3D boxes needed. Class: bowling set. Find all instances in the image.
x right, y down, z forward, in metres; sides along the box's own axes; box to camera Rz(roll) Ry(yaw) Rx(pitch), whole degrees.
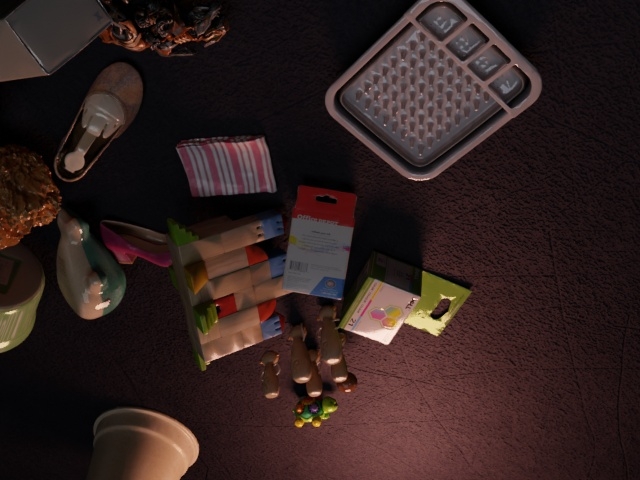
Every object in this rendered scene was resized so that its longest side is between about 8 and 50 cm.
[{"bbox_3d":[-0.004,0.302,1.944,0.287,0.154,0.200,-32,137,30],"label":"bowling set"}]

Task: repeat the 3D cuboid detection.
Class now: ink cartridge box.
[{"bbox_3d":[0.000,0.000,1.665,0.134,0.078,0.230,10,98,2],"label":"ink cartridge box"},{"bbox_3d":[0.197,0.156,1.787,0.255,0.097,0.188,21,131,-7],"label":"ink cartridge box"}]

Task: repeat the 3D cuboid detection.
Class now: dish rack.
[{"bbox_3d":[0.204,-0.286,1.424,0.286,0.072,0.333,36,127,-21],"label":"dish rack"}]

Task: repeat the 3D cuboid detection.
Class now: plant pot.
[{"bbox_3d":[-0.560,0.715,2.269,0.334,0.305,0.333,5,131,6],"label":"plant pot"}]

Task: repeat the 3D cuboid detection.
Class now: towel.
[{"bbox_3d":[-0.199,-0.154,1.640,0.197,0.029,0.144,-2,130,12],"label":"towel"}]

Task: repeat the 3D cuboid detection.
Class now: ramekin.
[{"bbox_3d":[-0.806,0.108,1.810,0.303,0.303,0.148,28,122,-13],"label":"ramekin"}]

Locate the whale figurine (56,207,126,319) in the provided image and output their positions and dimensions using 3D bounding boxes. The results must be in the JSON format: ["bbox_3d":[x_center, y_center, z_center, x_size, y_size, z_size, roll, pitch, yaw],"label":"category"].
[{"bbox_3d":[-0.543,0.050,1.815,0.216,0.141,0.271,28,129,47],"label":"whale figurine"}]

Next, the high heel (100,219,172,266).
[{"bbox_3d":[-0.390,-0.006,1.775,0.244,0.082,0.117,0,132,23],"label":"high heel"}]

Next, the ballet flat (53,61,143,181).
[{"bbox_3d":[-0.460,-0.228,1.576,0.108,0.106,0.316,31,128,-15],"label":"ballet flat"}]

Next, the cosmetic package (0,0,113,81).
[{"bbox_3d":[-0.520,-0.368,1.346,0.310,0.160,0.113,6,138,47],"label":"cosmetic package"}]

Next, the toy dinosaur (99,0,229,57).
[{"bbox_3d":[-0.334,-0.408,1.380,0.322,0.164,0.218,-15,143,3],"label":"toy dinosaur"}]

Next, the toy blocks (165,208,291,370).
[{"bbox_3d":[-0.182,0.090,1.728,0.261,0.191,0.381,-18,115,-22],"label":"toy blocks"}]

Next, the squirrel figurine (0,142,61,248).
[{"bbox_3d":[-0.745,-0.160,1.628,0.397,0.281,0.370,21,122,-26],"label":"squirrel figurine"}]

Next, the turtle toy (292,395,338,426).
[{"bbox_3d":[-0.015,0.458,2.098,0.130,0.095,0.066,-5,107,14],"label":"turtle toy"}]
